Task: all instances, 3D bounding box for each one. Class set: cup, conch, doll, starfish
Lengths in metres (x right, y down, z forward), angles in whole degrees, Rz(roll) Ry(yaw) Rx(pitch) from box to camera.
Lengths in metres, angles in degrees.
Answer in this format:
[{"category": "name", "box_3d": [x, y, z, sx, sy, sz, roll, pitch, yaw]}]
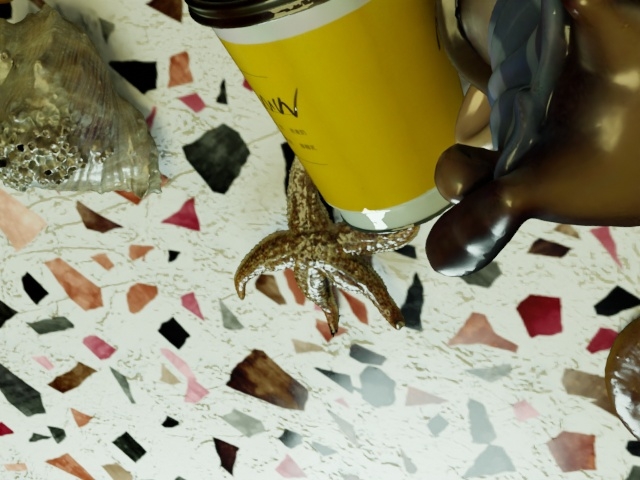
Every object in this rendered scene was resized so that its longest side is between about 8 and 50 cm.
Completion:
[{"category": "cup", "box_3d": [0.022, -0.150, 0.899, 0.196, 0.196, 0.279, -7, 128, 30]}, {"category": "conch", "box_3d": [-0.257, -0.115, 1.109, 0.245, 0.163, 0.178, 39, 167, -27]}, {"category": "doll", "box_3d": [0.167, -0.139, 0.713, 0.318, 0.340, 0.209, -38, 110, 13]}, {"category": "starfish", "box_3d": [-0.002, 0.005, 1.103, 0.213, 0.057, 0.238, -6, 122, 21]}]

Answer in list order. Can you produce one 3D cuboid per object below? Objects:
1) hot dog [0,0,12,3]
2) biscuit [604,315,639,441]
[{"category": "hot dog", "box_3d": [-0.347, -0.251, 1.090, 0.133, 0.041, 0.056, 9, 127, 20]}, {"category": "biscuit", "box_3d": [0.364, 0.140, 1.034, 0.212, 0.036, 0.212, 14, 128, 18]}]
